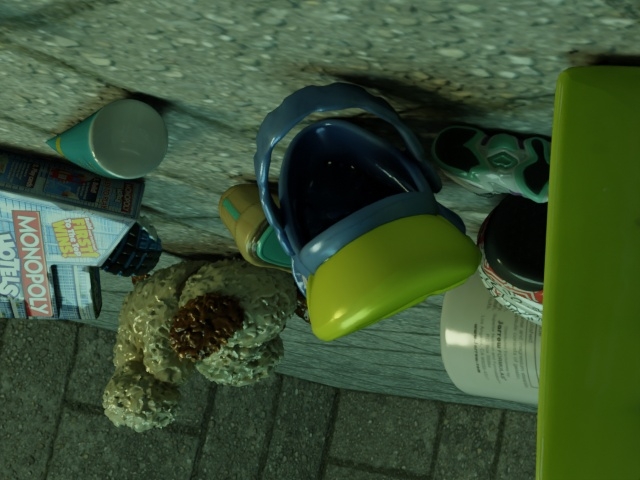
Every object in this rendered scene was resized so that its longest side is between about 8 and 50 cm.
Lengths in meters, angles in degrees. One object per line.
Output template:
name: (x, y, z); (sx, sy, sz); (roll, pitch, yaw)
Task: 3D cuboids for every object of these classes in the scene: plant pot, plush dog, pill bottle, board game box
plant pot: (0.235, 0.048, 0.657); (0.207, 0.227, 0.228); (0, 166, 24)
plush dog: (-0.121, 0.082, 1.517); (0.225, 0.210, 0.262); (-16, -178, 41)
pill bottle: (0.224, 0.074, 1.062); (0.229, 0.131, 0.131); (5, 169, 32)
board game box: (-0.253, 0.001, 1.184); (0.194, 0.060, 0.194); (2, 128, 1)

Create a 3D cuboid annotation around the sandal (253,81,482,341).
sandal: (0.027, -0.018, 0.833); (0.126, 0.138, 0.317); (-26, 175, -3)

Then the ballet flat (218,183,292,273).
ballet flat: (0.000, 0.000, 1.139); (0.073, 0.080, 0.232); (40, -173, 38)

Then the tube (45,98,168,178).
tube: (-0.153, -0.067, 0.963); (0.080, 0.052, 0.207); (24, 174, -14)

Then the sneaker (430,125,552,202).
sneaker: (0.117, -0.042, 0.809); (0.098, 0.038, 0.069); (19, 173, 10)

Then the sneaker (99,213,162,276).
sneaker: (-0.248, -0.020, 1.306); (0.191, 0.071, 0.083); (24, 173, -19)

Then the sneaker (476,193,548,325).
sneaker: (0.240, 0.031, 0.929); (0.270, 0.090, 0.145); (15, 172, 2)
